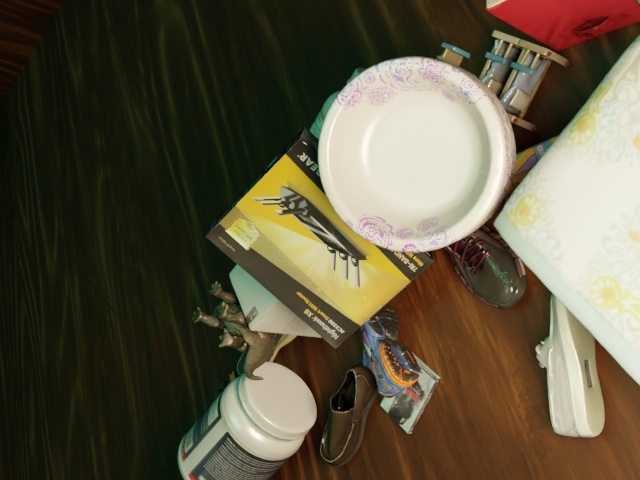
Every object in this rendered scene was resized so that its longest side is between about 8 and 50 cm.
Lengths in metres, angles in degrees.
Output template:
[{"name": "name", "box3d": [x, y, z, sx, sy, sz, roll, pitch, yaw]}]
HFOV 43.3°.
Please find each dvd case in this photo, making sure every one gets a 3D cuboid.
[{"name": "dvd case", "box3d": [0.159, 0.271, 1.445, 0.087, 0.013, 0.119, 41, 110, 46]}]

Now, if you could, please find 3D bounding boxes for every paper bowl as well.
[{"name": "paper bowl", "box3d": [0.151, -0.129, 1.220, 0.284, 0.148, 0.284, 3, 97, 22]}]

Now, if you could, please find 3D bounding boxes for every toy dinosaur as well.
[{"name": "toy dinosaur", "box3d": [-0.152, 0.174, 1.626, 0.313, 0.160, 0.121, 32, 97, 50]}]

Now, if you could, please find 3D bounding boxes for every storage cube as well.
[{"name": "storage cube", "box3d": [0.379, -0.429, 1.228, 0.184, 0.193, 0.215, -13, 70, 47]}]

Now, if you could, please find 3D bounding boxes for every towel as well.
[{"name": "towel", "box3d": [0.420, -0.021, 0.975, 0.320, 0.090, 0.374, -54, 52, 23]}]

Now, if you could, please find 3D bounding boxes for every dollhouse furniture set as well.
[{"name": "dollhouse furniture set", "box3d": [0.281, -0.276, 1.310, 0.129, 0.184, 0.129, 39, 110, 47]}]

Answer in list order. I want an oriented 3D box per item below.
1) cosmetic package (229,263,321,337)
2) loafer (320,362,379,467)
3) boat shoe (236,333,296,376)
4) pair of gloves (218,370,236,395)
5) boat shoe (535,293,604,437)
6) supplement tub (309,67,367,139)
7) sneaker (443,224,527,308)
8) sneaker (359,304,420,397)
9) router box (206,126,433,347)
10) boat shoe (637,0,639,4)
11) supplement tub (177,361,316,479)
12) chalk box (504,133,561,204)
[{"name": "cosmetic package", "box3d": [-0.052, 0.086, 1.608, 0.151, 0.184, 0.151, -50, 47, 28]}, {"name": "loafer", "box3d": [0.042, 0.323, 1.518, 0.080, 0.078, 0.220, 29, 103, 49]}, {"name": "boat shoe", "box3d": [-0.127, 0.221, 1.747, 0.223, 0.073, 0.080, -47, 49, 31]}, {"name": "pair of gloves", "box3d": [-0.210, 0.349, 1.862, 0.083, 0.010, 0.074, -39, 54, 40]}, {"name": "boat shoe", "box3d": [0.356, 0.175, 1.187, 0.081, 0.079, 0.227, -17, 71, 42]}, {"name": "supplement tub", "box3d": [0.069, -0.133, 1.488, 0.316, 0.228, 0.228, -58, 44, 22]}, {"name": "sneaker", "box3d": [0.211, -0.001, 1.337, 0.106, 0.162, 0.281, -55, 44, 25]}, {"name": "sneaker", "box3d": [0.103, 0.193, 1.472, 0.087, 0.083, 0.221, -60, 32, 32]}, {"name": "router box", "box3d": [0.000, 0.000, 1.382, 0.243, 0.309, 0.081, -45, 12, 20]}, {"name": "boat shoe", "box3d": [0.561, -0.302, 1.035, 0.119, 0.121, 0.335, -53, 51, 12]}, {"name": "supplement tub", "box3d": [-0.150, 0.394, 1.639, 0.272, 0.191, 0.191, -50, 47, 29]}, {"name": "chalk box", "box3d": [0.390, -0.081, 1.172, 0.213, 0.132, 0.132, -23, 63, 46]}]
